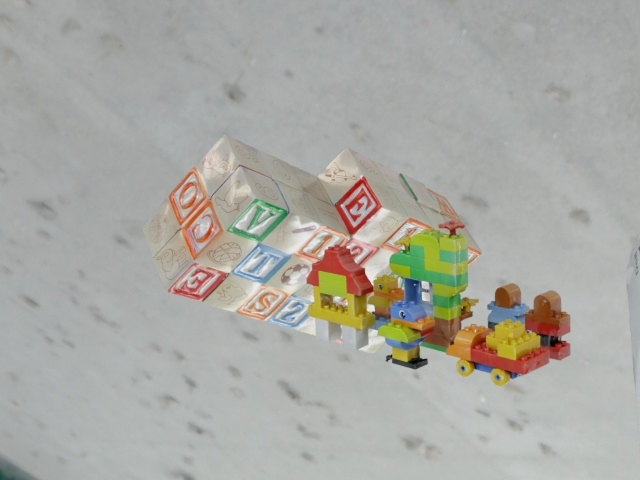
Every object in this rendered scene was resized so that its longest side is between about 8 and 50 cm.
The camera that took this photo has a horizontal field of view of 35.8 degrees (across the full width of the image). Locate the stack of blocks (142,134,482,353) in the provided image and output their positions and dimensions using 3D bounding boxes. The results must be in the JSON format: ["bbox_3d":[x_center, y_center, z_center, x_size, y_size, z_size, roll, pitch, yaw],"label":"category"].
[{"bbox_3d":[0.000,0.000,0.972,0.297,0.087,0.171,21,122,-44],"label":"stack of blocks"}]

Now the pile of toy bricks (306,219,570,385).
[{"bbox_3d":[0.094,0.035,0.777,0.212,0.118,0.105,10,108,44],"label":"pile of toy bricks"}]

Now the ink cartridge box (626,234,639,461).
[{"bbox_3d":[0.239,0.057,0.370,0.220,0.160,0.092,2,150,4],"label":"ink cartridge box"}]
